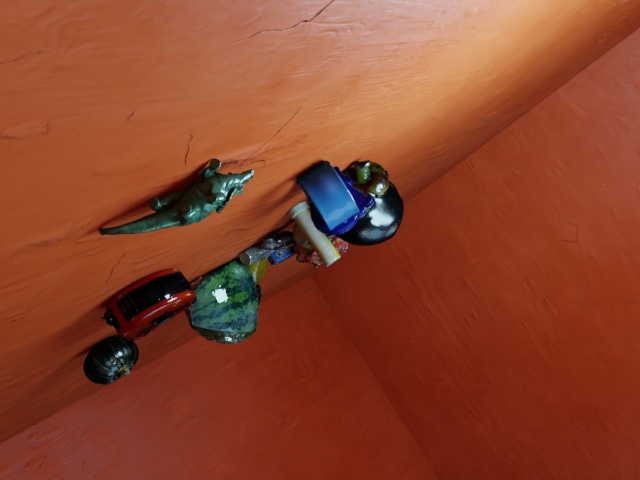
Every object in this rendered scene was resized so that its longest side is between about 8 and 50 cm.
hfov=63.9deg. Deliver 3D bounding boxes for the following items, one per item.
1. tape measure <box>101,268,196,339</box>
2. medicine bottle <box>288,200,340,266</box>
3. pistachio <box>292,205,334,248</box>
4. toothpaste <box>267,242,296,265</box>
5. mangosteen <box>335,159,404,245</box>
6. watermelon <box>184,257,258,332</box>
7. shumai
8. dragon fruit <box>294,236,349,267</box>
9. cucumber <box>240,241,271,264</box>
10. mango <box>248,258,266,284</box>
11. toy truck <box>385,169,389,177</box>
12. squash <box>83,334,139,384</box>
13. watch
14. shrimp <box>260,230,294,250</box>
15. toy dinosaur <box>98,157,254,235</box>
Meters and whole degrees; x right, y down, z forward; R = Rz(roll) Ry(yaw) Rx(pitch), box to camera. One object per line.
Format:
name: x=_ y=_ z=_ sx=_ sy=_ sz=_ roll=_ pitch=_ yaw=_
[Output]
tape measure: x=-0.485 y=0.185 z=1.459 sx=0.253 sy=0.114 sz=0.260 roll=-32 pitch=173 yaw=-9
medicine bottle: x=-0.017 y=-0.020 z=1.675 sx=0.074 sy=0.218 sz=0.074 roll=-33 pitch=174 yaw=-4
pistachio: x=-0.004 y=-0.064 z=1.814 sx=0.138 sy=0.153 sz=0.238 roll=28 pitch=127 yaw=-34
toothpaste: x=-0.109 y=0.022 z=2.193 sx=0.272 sy=0.066 sz=0.053 roll=-28 pitch=172 yaw=-35
mangosteen: x=0.136 y=-0.126 z=1.654 sx=0.288 sy=0.287 sz=0.233 roll=-29 pitch=-160 yaw=-29
watermelon: x=-0.380 y=0.251 z=1.864 sx=0.283 sy=0.250 sz=0.292 roll=-18 pitch=162 yaw=-46
shumai: x=-0.390 y=0.265 z=2.207 sx=0.309 sy=0.304 sz=0.263 roll=-100 pitch=-149 yaw=-62
dragon fruit: x=0.000 y=0.000 z=2.090 sx=0.261 sy=0.163 sz=0.189 roll=-47 pitch=131 yaw=3
cucumber: x=-0.235 y=0.047 z=1.851 sx=0.112 sy=0.064 sz=0.064 roll=-25 pitch=170 yaw=-36
mango: x=-0.253 y=0.109 z=1.989 sx=0.101 sy=0.066 sz=0.187 roll=-13 pitch=133 yaw=-47
toy truck: x=0.169 y=-0.161 z=1.917 sx=0.177 sy=0.161 sz=0.213 roll=-6 pitch=161 yaw=-29
squash: x=-0.744 y=0.425 z=1.832 sx=0.193 sy=0.156 sz=0.193 roll=-46 pitch=-168 yaw=13
watch: x=0.026 y=-0.124 z=1.386 sx=0.171 sy=0.196 sz=0.200 roll=-42 pitch=152 yaw=-3
shrimp: x=-0.139 y=-0.001 z=1.857 sx=0.073 sy=0.074 sz=0.190 roll=-31 pitch=175 yaw=41
toy dinosaur: x=-0.246 y=-0.068 z=0.929 sx=0.292 sy=0.079 sz=0.120 roll=-25 pitch=169 yaw=-29
